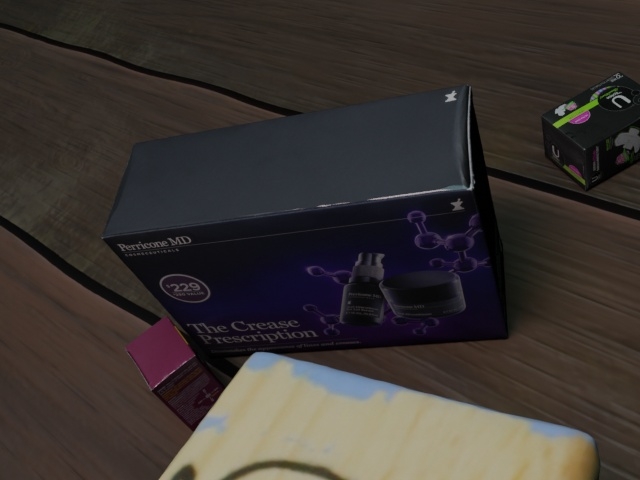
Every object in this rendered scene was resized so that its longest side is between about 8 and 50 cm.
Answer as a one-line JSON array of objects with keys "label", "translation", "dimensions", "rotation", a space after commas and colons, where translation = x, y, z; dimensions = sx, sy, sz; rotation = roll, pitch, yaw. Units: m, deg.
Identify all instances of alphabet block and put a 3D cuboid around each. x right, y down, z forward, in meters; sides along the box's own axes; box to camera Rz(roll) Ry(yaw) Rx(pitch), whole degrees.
[{"label": "alphabet block", "translation": [0.014, 0.201, 0.337], "dimensions": [0.192, 0.193, 0.197], "rotation": [7, 42, 29]}]

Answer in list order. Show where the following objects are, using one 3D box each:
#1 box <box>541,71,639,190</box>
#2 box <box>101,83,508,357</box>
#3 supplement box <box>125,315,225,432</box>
[{"label": "box", "translation": [0.246, -0.096, 0.617], "dimensions": [0.083, 0.052, 0.062], "rotation": [-29, 46, -5]}, {"label": "box", "translation": [0.000, 0.000, 0.547], "dimensions": [0.261, 0.184, 0.103], "rotation": [-7, 48, 18]}, {"label": "supplement box", "translation": [-0.111, 0.109, 0.568], "dimensions": [0.043, 0.083, 0.055], "rotation": [-38, 48, -11]}]
